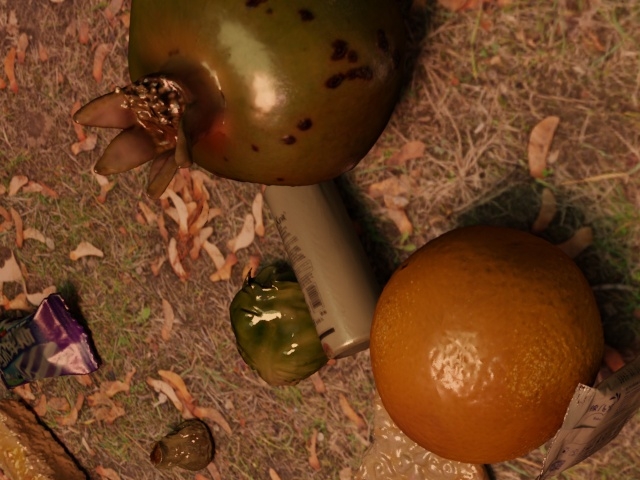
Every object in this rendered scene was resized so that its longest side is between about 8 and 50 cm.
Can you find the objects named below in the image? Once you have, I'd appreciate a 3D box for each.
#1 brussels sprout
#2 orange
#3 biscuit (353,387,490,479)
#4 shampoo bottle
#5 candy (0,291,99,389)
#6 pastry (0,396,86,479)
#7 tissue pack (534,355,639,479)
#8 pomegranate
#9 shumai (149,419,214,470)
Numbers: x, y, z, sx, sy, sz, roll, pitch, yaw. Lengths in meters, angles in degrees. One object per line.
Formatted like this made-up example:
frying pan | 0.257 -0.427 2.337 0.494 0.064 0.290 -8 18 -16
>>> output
brussels sprout | -0.046 0.112 0.977 0.139 0.100 0.181 16 114 17
orange | 0.156 0.099 0.763 0.236 0.236 0.236 11 111 30
biscuit | 0.120 0.297 0.961 0.188 0.040 0.265 -16 95 35
shampoo bottle | 0.000 0.000 0.893 0.085 0.085 0.262 -34 71 36
candy | -0.477 0.171 1.291 0.275 0.070 0.145 -16 105 33
pastry | -0.493 0.384 1.354 0.258 0.089 0.121 36 126 17
tissue pack | 0.265 0.161 0.731 0.026 0.193 0.122 42 124 32
pomegranate | -0.077 -0.186 0.760 0.291 0.323 0.290 8 103 37
shumai | -0.207 0.311 1.151 0.082 0.080 0.083 41 121 14
